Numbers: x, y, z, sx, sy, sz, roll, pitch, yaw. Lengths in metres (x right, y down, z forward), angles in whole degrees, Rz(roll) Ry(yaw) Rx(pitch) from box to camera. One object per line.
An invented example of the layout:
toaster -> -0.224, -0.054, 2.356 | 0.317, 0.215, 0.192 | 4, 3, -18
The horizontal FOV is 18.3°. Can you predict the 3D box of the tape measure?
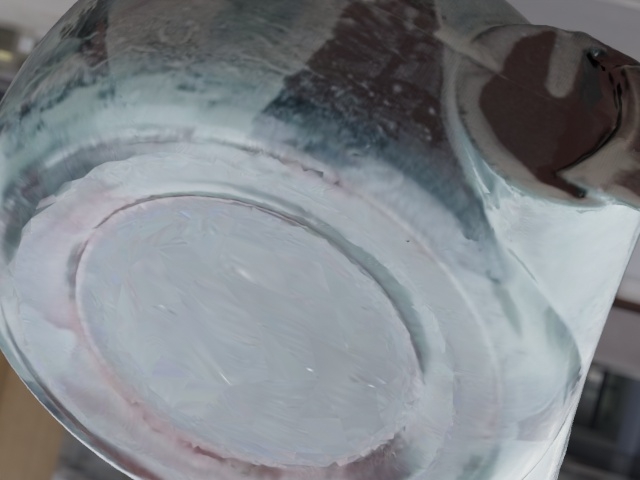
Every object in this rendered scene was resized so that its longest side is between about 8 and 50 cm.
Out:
tape measure -> 0.000, 0.000, 0.799 | 0.275, 0.256, 0.147 | 20, -136, 8
